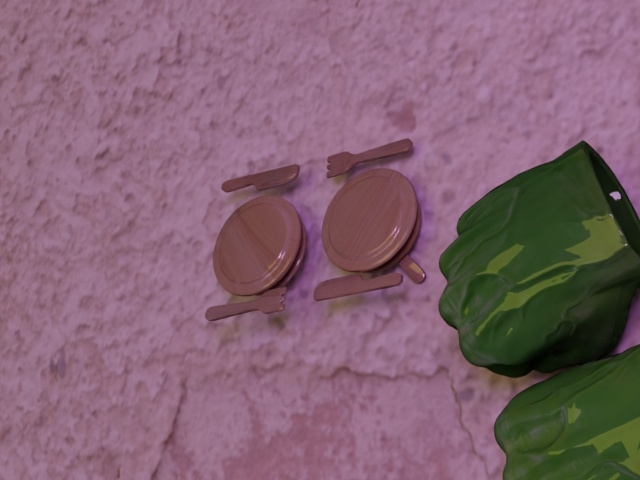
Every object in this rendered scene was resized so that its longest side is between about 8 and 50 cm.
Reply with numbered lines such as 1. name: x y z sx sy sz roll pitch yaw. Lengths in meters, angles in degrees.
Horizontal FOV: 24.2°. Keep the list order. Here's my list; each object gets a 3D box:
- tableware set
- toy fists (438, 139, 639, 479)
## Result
1. tableware set: 0.000 0.000 1.180 0.194 0.039 0.128 -12 60 33
2. toy fists: 0.168 0.076 0.975 0.142 0.096 0.279 -31 58 21
